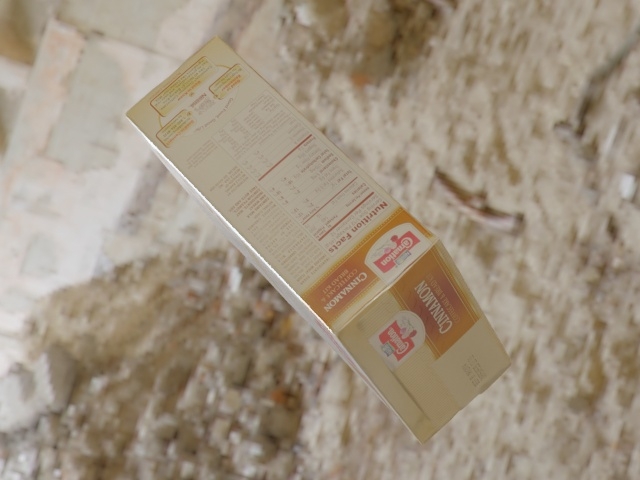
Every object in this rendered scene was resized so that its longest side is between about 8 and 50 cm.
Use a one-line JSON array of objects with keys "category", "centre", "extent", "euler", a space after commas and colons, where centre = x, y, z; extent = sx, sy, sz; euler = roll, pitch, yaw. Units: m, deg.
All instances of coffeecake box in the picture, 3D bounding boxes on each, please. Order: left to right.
[{"category": "coffeecake box", "centre": [0.000, 0.000, 0.767], "extent": [0.068, 0.142, 0.185], "euler": [-42, 55, -4]}]
